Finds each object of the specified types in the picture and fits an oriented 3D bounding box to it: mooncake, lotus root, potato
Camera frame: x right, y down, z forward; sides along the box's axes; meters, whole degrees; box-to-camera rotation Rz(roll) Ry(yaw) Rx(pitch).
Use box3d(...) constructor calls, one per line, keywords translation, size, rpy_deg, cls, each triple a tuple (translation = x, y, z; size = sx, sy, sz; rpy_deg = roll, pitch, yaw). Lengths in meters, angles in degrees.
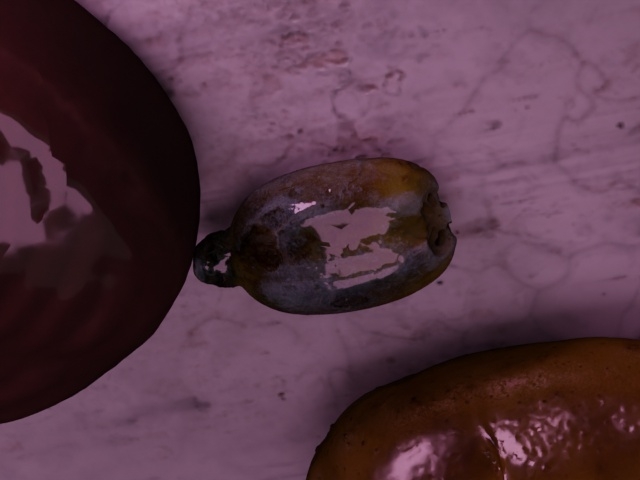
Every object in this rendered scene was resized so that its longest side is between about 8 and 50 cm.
box3d(translation=(-0.246, -0.022, 1.037), size=(0.326, 0.174, 0.333), rpy_deg=(3, 130, 2), cls="mooncake")
box3d(translation=(0.000, 0.000, 1.097), size=(0.192, 0.088, 0.113), rpy_deg=(-11, 111, 12), cls="lotus root")
box3d(translation=(0.151, 0.180, 1.160), size=(0.369, 0.195, 0.176), rpy_deg=(-20, 117, 20), cls="potato")
